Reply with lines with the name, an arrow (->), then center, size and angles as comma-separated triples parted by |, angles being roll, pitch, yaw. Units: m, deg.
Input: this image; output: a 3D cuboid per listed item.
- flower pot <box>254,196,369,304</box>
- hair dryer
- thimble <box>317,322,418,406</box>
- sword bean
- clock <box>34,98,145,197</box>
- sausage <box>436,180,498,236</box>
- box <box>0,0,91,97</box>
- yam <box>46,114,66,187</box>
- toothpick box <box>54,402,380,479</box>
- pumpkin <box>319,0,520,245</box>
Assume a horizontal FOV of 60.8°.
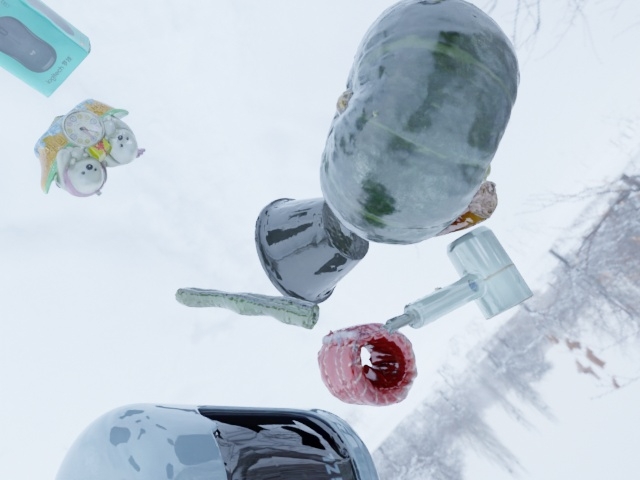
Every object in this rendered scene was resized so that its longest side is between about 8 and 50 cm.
flower pot -> 0.000, 0.000, 1.225 | 0.166, 0.268, 0.269 | -25, 175, 39
hair dryer -> 0.239, 0.097, 1.030 | 0.358, 0.173, 0.107 | -19, 162, -35
thimble -> 0.099, 0.255, 1.116 | 0.190, 0.162, 0.125 | 21, 157, -33
sword bean -> -0.116, 0.096, 0.819 | 0.043, 0.270, 0.038 | -22, 111, -55
clock -> -0.437, -0.170, 1.033 | 0.231, 0.144, 0.103 | -53, -165, -27
sausage -> 0.217, -0.050, 1.086 | 0.103, 0.302, 0.076 | 33, 60, -32
box -> -0.844, -0.582, 1.541 | 0.205, 0.118, 0.311 | -41, 134, 12
yam -> -0.519, -0.180, 1.109 | 0.070, 0.070, 0.146 | -18, 101, -50
toothpick box -> -0.134, 0.303, 0.586 | 0.355, 0.263, 0.263 | 20, 113, -42
pumpkin -> 0.119, -0.139, 0.669 | 0.300, 0.208, 0.299 | -160, -90, -90
